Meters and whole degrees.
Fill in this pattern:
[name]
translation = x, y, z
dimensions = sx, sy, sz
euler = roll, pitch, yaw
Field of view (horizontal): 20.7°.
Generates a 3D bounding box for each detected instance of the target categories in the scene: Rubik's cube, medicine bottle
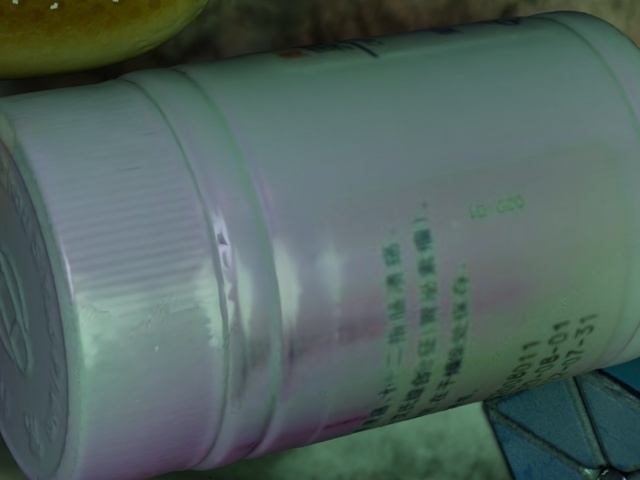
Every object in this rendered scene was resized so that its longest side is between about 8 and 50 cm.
[Rubik's cube]
translation = 0.116, 0.087, 0.823
dimensions = 0.178, 0.211, 0.190
euler = 30, 116, -10
[medicine bottle]
translation = 0.000, 0.000, 0.676
dimensions = 0.254, 0.152, 0.152
euler = -10, 110, -25

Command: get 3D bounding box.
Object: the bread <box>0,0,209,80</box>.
[bread]
translation = -0.121, -0.115, 0.621
dimensions = 0.189, 0.077, 0.114
euler = 0, 126, -29
